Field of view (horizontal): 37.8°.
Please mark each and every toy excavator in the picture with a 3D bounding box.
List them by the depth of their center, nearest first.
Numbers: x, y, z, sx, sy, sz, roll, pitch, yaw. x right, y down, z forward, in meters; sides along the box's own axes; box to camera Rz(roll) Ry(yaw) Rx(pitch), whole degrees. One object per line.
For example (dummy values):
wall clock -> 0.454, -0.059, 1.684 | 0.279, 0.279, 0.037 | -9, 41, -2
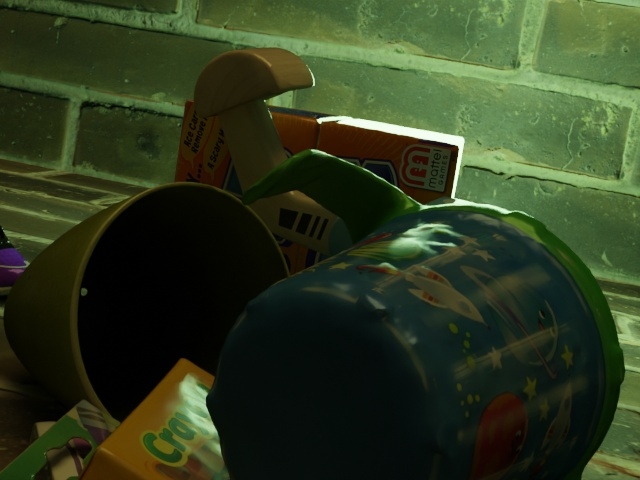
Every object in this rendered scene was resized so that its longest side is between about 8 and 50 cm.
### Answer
toy excavator -> 0.042, 0.018, 1.069 | 0.445, 0.433, 0.222 | 13, 19, 27

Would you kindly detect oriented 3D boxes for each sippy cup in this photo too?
sippy cup -> 0.054, 0.095, 0.619 | 0.305, 0.240, 0.224 | 27, 18, 28

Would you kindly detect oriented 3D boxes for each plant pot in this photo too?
plant pot -> -0.227, 0.087, 1.042 | 0.274, 0.275, 0.293 | 0, -4, -44

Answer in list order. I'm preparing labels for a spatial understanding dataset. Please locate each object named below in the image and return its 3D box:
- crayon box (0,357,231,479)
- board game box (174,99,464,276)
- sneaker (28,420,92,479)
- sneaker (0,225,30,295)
crayon box -> -0.048, 0.196, 0.649 | 0.322, 0.083, 0.203 | 31, 11, 1
board game box -> 0.000, 0.000, 1.356 | 0.356, 0.357, 0.356 | 11, 9, 8
sneaker -> -0.147, 0.213, 0.746 | 0.161, 0.102, 0.282 | 9, 9, -20
sneaker -> -0.552, -0.004, 1.478 | 0.293, 0.146, 0.102 | 15, 11, 35
